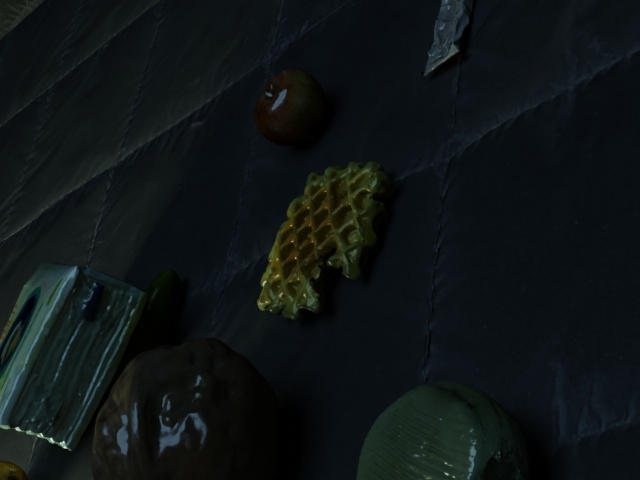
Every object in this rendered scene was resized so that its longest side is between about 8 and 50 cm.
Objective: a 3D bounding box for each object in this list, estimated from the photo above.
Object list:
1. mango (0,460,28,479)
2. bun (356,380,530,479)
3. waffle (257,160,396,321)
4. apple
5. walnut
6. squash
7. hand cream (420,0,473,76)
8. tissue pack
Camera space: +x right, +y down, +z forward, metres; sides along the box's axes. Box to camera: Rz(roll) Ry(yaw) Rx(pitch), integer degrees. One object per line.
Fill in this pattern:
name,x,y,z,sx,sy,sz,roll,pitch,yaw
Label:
mango,-0.585,0.480,2.281,0.253,0.113,0.138,-55,33,19
bun,0.135,0.252,1.411,0.221,0.108,0.221,-34,45,42
waffle,-0.002,-0.001,1.910,0.250,0.056,0.261,-4,61,56
apple,-0.047,-0.212,2.129,0.126,0.102,0.126,-41,27,27
walnut,-0.178,0.264,1.743,0.227,0.273,0.273,89,-171,-56
squash,-0.289,0.161,2.178,0.069,0.069,0.258,-10,55,53
hand cream,0.194,-0.363,1.965,0.084,0.050,0.257,-26,48,46
tissue pack,-0.443,0.184,2.224,0.287,0.162,0.388,-65,17,-8
